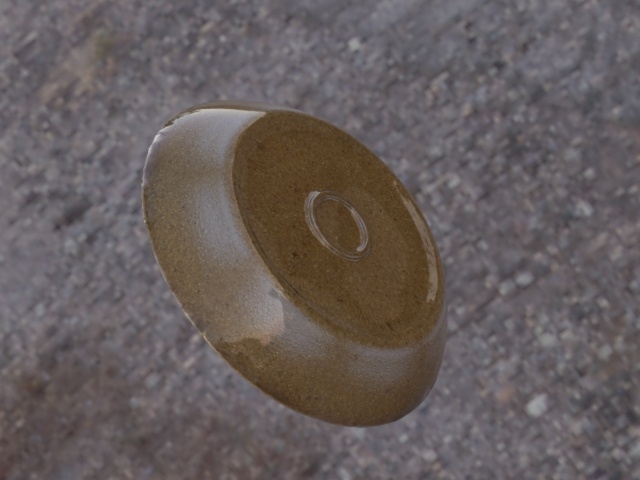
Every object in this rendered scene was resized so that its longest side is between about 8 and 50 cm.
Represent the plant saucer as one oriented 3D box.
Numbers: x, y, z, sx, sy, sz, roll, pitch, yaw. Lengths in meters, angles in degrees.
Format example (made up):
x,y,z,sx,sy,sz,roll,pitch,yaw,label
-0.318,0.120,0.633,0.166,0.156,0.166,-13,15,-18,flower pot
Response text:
x,y,z,sx,sy,sz,roll,pitch,yaw,label
0.000,0.000,0.330,0.015,0.083,0.083,-40,22,37,plant saucer
